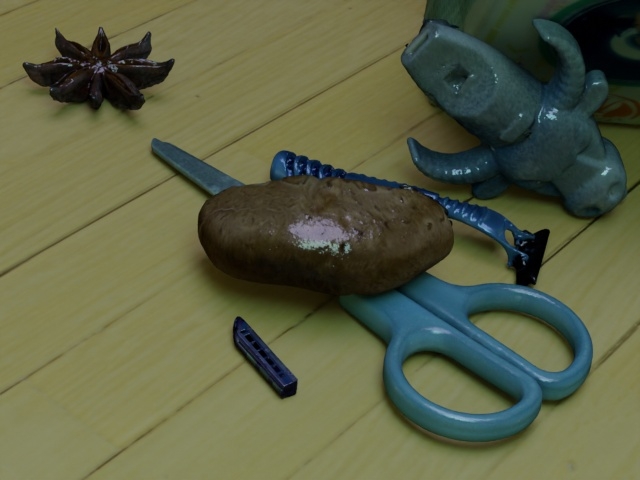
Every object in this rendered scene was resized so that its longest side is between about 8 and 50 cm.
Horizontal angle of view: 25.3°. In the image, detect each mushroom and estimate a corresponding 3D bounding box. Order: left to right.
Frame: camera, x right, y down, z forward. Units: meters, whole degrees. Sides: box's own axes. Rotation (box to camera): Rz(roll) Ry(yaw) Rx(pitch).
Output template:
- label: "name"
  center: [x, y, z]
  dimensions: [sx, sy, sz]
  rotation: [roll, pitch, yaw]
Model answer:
- label: "mushroom"
  center: [0.001, -0.001, 1.127]
  dimensions: [0.209, 0.072, 0.094]
  rotation: [6, 48, 4]

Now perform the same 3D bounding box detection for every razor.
- label: "razor"
  center: [0.077, -0.031, 1.249]
  dimensions: [0.253, 0.042, 0.082]
  rotation: [18, 37, 9]

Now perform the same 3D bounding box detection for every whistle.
- label: "whistle"
  center: [0.182, -0.105, 1.271]
  dimensions: [0.269, 0.180, 0.093]
  rotation: [30, 32, -28]

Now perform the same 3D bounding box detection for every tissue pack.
- label: "tissue pack"
  center: [0.271, -0.244, 1.284]
  dimensions: [0.287, 0.388, 0.162]
  rotation: [5, 72, -9]

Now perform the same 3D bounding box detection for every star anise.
- label: "star anise"
  center: [-0.207, -0.159, 1.344]
  dimensions: [0.141, 0.042, 0.141]
  rotation: [4, 40, -3]

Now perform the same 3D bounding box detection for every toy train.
- label: "toy train"
  center: [-0.047, 0.089, 1.091]
  dimensions: [0.017, 0.017, 0.083]
  rotation: [-24, 49, -27]

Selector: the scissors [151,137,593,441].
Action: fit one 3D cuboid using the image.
- label: "scissors"
  center: [0.014, 0.016, 1.187]
  dimensions: [0.447, 0.029, 0.192]
  rotation: [33, 42, 28]
